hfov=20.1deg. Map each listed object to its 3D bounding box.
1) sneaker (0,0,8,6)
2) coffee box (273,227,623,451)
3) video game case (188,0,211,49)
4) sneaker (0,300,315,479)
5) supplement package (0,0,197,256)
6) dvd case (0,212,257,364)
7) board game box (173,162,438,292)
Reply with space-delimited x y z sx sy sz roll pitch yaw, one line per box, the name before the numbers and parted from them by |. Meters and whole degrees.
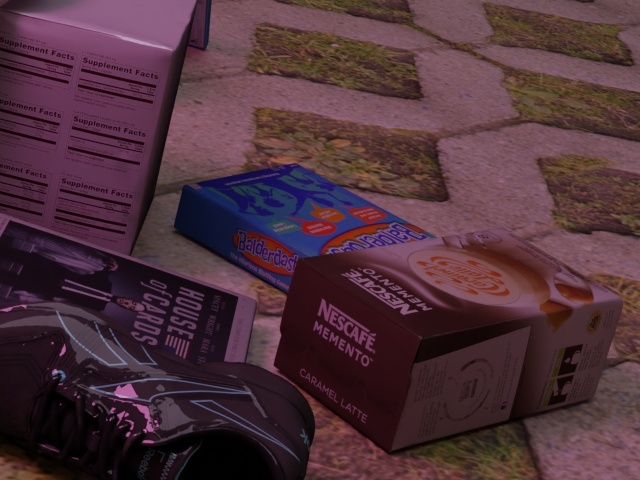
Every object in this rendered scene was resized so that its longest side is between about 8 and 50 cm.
sneaker | -0.380 -0.244 1.386 0.323 0.236 0.130 -37 18 -27
coffee box | 0.104 0.072 1.429 0.246 0.098 0.141 -9 31 -44
video game case | -0.208 -0.285 2.090 0.166 0.119 0.015 16 56 4
sneaker | -0.131 0.112 1.186 0.267 0.101 0.106 11 24 -7
supplement package | -0.204 -0.112 1.543 0.149 0.203 0.194 13 21 -3
dvd case | -0.170 0.054 1.370 0.239 0.029 0.179 18 22 -4
board game box | 0.000 0.000 1.608 0.210 0.047 0.160 29 26 30
